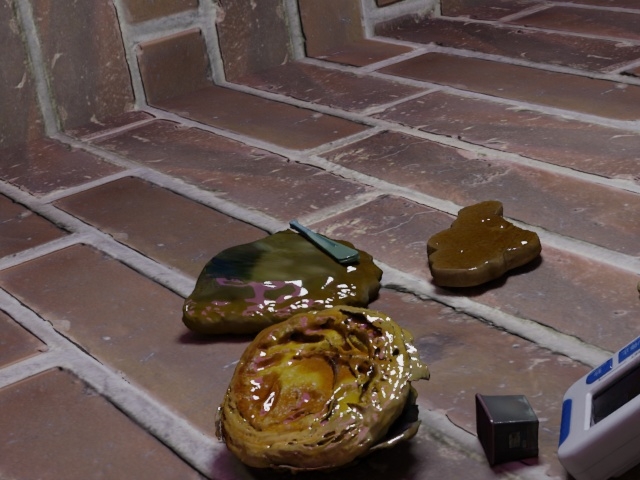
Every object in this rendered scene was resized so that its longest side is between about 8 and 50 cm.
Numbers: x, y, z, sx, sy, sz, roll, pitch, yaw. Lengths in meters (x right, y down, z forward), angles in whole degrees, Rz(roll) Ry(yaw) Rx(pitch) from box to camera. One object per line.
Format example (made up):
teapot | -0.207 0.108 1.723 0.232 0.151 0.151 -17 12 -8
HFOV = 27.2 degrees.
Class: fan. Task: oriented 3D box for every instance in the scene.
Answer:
fan | 0.000 0.000 2.167 0.038 0.016 0.193 -15 25 -28

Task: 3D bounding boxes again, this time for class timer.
timer | 0.386 0.168 1.503 0.253 0.078 0.178 -40 10 25

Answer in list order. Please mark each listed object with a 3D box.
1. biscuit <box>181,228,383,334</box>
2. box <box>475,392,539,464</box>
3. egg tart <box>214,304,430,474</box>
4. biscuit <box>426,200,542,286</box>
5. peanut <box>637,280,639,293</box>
biscuit | -0.070 0.055 2.147 0.329 0.078 0.335 -7 22 -8
box | 0.225 0.223 1.595 0.063 0.060 0.085 -6 19 -5
egg tart | 0.010 0.207 1.663 0.297 0.132 0.297 -16 31 10
biscuit | 0.265 0.004 2.168 0.183 0.047 0.320 -6 21 4
peanut | 0.483 0.073 1.903 0.037 0.037 0.083 -13 16 -8
